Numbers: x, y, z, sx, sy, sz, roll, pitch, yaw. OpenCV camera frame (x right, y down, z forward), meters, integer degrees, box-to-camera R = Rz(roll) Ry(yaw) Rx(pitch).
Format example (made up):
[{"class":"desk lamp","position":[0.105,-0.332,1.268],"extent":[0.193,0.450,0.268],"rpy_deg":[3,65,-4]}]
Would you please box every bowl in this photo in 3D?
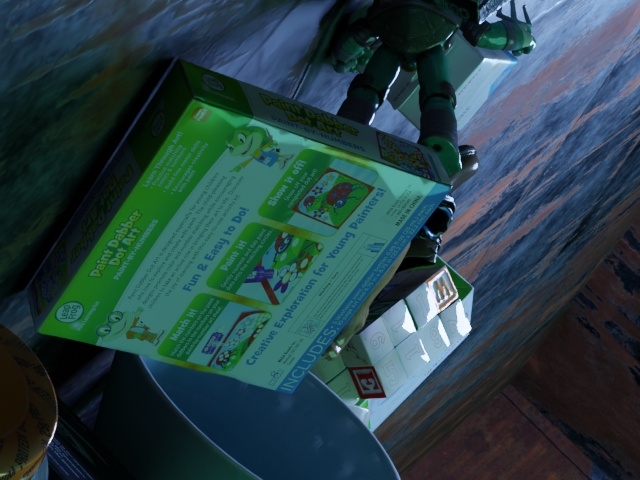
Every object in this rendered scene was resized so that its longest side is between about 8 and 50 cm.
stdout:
[{"class":"bowl","position":[-0.092,0.214,1.728],"extent":[0.163,0.311,0.311],"rpy_deg":[-53,166,14]}]

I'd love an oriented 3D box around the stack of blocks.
[{"class":"stack of blocks","position":[0.015,0.138,2.172],"extent":[0.171,0.087,0.297],"rpy_deg":[-7,-160,47]}]

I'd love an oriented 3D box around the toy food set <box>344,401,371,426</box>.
[{"class":"toy food set","position":[-0.084,0.252,1.969],"extent":[0.306,0.092,0.220],"rpy_deg":[20,83,-43]}]

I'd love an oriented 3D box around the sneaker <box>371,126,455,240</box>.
[{"class":"sneaker","position":[0.092,-0.046,1.967],"extent":[0.079,0.121,0.217],"rpy_deg":[-47,167,8]}]

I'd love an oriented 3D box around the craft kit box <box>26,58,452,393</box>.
[{"class":"craft kit box","position":[-0.065,-0.001,1.468],"extent":[0.246,0.061,0.250],"rpy_deg":[16,124,-35]}]

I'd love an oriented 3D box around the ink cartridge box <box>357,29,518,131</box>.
[{"class":"ink cartridge box","position":[0.106,-0.163,1.732],"extent":[0.092,0.090,0.143],"rpy_deg":[-50,167,16]}]

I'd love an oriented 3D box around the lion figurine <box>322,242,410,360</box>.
[{"class":"lion figurine","position":[0.000,0.000,1.780],"extent":[0.240,0.142,0.392],"rpy_deg":[-48,168,15]}]

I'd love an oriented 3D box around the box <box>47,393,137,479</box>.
[{"class":"box","position":[-0.253,0.189,1.525],"extent":[0.108,0.153,0.207],"rpy_deg":[-46,166,1]}]

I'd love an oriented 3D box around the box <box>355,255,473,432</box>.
[{"class":"box","position":[0.066,0.144,2.454],"extent":[0.262,0.127,0.231],"rpy_deg":[-45,165,-12]}]

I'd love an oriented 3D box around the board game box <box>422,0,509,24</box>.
[{"class":"board game box","position":[0.139,-0.248,1.512],"extent":[0.186,0.126,0.026],"rpy_deg":[-39,139,-28]}]

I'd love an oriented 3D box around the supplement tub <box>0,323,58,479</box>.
[{"class":"supplement tub","position":[-0.310,0.197,1.283],"extent":[0.193,0.193,0.316],"rpy_deg":[-29,158,-52]}]

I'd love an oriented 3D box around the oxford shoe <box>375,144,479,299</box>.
[{"class":"oxford shoe","position":[0.116,-0.017,2.190],"extent":[0.227,0.096,0.083],"rpy_deg":[-46,165,-8]}]

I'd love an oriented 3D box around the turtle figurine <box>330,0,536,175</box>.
[{"class":"turtle figurine","position":[0.081,-0.167,1.574],"extent":[0.118,0.175,0.234],"rpy_deg":[61,36,-47]}]
